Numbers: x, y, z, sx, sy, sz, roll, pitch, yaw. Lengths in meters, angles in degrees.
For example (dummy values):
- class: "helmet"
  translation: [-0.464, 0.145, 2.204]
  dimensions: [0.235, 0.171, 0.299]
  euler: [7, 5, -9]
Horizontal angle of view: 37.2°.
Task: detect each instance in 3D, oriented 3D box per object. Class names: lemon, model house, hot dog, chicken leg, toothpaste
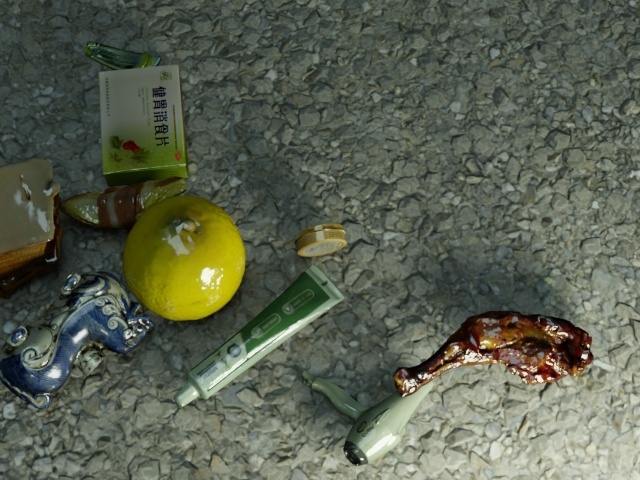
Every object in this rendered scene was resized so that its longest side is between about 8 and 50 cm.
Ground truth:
- class: "lemon"
  translation: [-0.264, 0.025, 1.838]
  dimensions: [0.240, 0.219, 0.241]
  euler: [2, 62, -4]
- class: "model house"
  translation: [-0.608, -0.018, 1.846]
  dimensions: [0.219, 0.229, 0.200]
  euler: [-4, 67, -23]
- class: "hot dog"
  translation: [-0.394, -0.065, 1.933]
  dimensions: [0.261, 0.123, 0.093]
  euler: [-10, 100, 11]
- class: "chicken leg"
  translation: [0.324, 0.217, 1.818]
  dimensions: [0.406, 0.096, 0.158]
  euler: [-6, 55, -11]
- class: "toothpaste"
  translation: [-0.127, 0.192, 1.851]
  dimensions: [0.392, 0.061, 0.099]
  euler: [-37, 71, -20]

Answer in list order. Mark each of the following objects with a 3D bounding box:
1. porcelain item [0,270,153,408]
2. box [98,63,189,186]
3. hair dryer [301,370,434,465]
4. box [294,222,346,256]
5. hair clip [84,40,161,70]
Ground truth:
- class: "porcelain item"
  translation: [-0.471, 0.193, 1.815]
  dimensions: [0.186, 0.138, 0.288]
  euler: [43, 66, -1]
- class: "box"
  translation: [-0.382, -0.250, 2.048]
  dimensions: [0.175, 0.062, 0.261]
  euler: [-6, 65, -4]
- class: "hair dryer"
  translation: [0.105, 0.297, 1.811]
  dimensions: [0.218, 0.088, 0.225]
  euler: [-21, 52, -18]
- class: "box"
  translation: [0.000, 0.000, 1.916]
  dimensions: [0.105, 0.105, 0.037]
  euler: [-10, 73, -6]
- class: "hair clip"
  translation: [-0.448, -0.407, 2.136]
  dimensions: [0.188, 0.033, 0.060]
  euler: [18, 72, 17]
